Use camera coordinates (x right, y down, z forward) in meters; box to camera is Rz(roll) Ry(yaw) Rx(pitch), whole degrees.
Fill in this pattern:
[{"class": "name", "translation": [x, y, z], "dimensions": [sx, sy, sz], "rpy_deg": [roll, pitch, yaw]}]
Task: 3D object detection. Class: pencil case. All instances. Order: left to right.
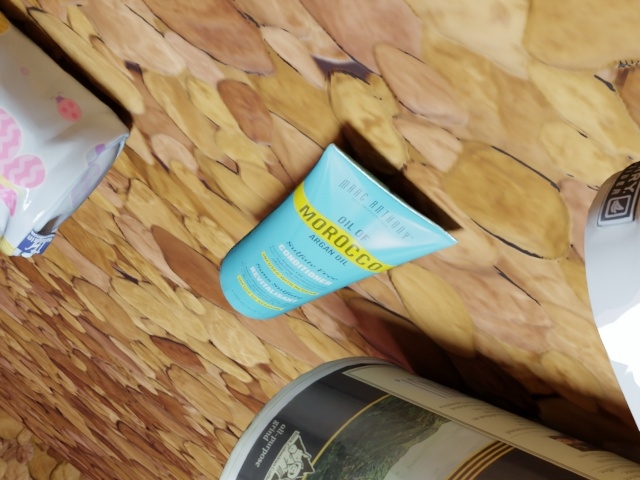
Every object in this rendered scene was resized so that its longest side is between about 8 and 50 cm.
[{"class": "pencil case", "translation": [-0.252, -0.112, 0.867], "dimensions": [0.273, 0.113, 0.124], "rpy_deg": [44, 138, -5]}]

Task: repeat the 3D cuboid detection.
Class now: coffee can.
[{"class": "coffee can", "translation": [0.095, 0.197, 0.764], "dimensions": [0.275, 0.201, 0.201], "rpy_deg": [17, 150, 48]}]

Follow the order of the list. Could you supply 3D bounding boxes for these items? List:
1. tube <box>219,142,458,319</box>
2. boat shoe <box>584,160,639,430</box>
[{"class": "tube", "translation": [0.000, 0.000, 0.758], "dimensions": [0.080, 0.052, 0.207], "rpy_deg": [33, 156, -11]}, {"class": "boat shoe", "translation": [0.205, 0.093, 0.491], "dimensions": [0.105, 0.113, 0.306], "rpy_deg": [-7, 118, 43]}]
